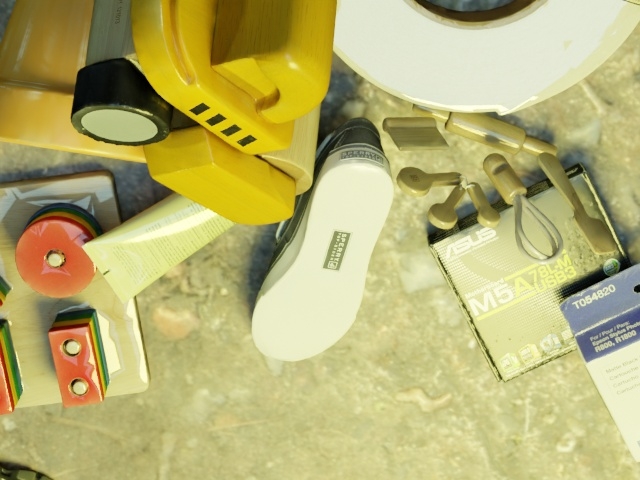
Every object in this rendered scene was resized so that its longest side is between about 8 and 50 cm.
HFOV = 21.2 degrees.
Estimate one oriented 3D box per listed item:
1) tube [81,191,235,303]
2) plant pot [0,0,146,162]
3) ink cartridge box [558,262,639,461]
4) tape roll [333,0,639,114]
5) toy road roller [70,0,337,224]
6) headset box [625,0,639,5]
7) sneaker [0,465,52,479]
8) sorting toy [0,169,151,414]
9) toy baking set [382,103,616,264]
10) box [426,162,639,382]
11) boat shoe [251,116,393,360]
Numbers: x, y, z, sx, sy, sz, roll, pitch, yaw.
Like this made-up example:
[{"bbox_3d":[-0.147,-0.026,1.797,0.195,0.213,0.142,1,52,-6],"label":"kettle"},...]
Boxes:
[{"bbox_3d":[-0.132,-0.029,1.816,0.240,0.062,0.070,-34,87,-3],"label":"tube"},{"bbox_3d":[-0.243,-0.183,1.738,0.205,0.205,0.188,8,91,-2],"label":"plant pot"},{"bbox_3d":[0.400,0.112,1.858,0.223,0.045,0.224,-27,120,8],"label":"ink cartridge box"},{"bbox_3d":[0.157,-0.322,1.743,0.392,0.072,0.392,0,107,0],"label":"tape roll"},{"bbox_3d":[-0.064,-0.166,1.625,0.241,0.329,0.202,-8,65,33],"label":"toy road roller"},{"bbox_3d":[0.305,-0.342,1.639,0.293,0.110,0.218,17,107,-5],"label":"headset box"},{"bbox_3d":[-0.380,0.305,1.948,0.267,0.101,0.106,35,127,-10],"label":"sneaker"},{"bbox_3d":[-0.336,0.071,1.862,0.257,0.089,0.255,-7,107,3],"label":"sorting toy"},{"bbox_3d":[0.181,-0.059,1.771,0.256,0.196,0.030,16,134,-8],"label":"toy baking set"},{"bbox_3d":[0.240,0.037,1.867,0.191,0.045,0.184,-25,109,7],"label":"box"},{"bbox_3d":[0.000,0.000,1.832,0.108,0.102,0.301,11,129,-10],"label":"boat shoe"}]
